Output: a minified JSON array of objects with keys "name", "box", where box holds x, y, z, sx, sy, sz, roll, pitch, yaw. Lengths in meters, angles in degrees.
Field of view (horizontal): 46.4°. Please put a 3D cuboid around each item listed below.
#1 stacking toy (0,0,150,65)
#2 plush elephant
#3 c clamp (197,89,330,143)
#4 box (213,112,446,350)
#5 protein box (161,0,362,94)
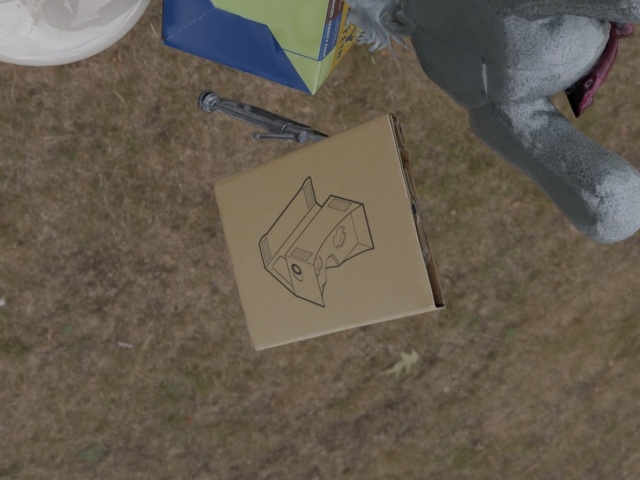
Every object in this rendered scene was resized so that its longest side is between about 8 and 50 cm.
[{"name":"stacking toy","box":[-0.460,-0.398,1.021,0.351,0.480,0.350,-5,98,-36]},{"name":"plush elephant","box":[0.209,-0.205,0.615,0.255,0.330,0.271,-35,135,-20]},{"name":"c clamp","box":[-0.059,-0.119,0.723,0.137,0.161,0.022,1,110,-47]},{"name":"box","box":[0.000,0.000,0.651,0.201,0.164,0.021,-17,174,35]},{"name":"protein box","box":[-0.054,-0.305,0.900,0.200,0.201,0.136,20,131,8]}]
